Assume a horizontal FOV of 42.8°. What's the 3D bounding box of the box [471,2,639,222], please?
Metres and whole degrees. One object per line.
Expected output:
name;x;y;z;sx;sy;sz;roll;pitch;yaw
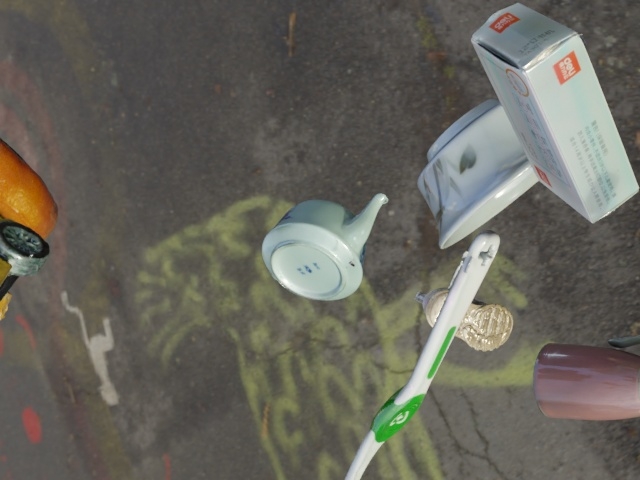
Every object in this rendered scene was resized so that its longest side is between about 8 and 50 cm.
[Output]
box;0.292;-0.154;1.010;0.079;0.269;0.135;-37;36;2

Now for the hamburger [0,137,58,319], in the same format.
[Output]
hamburger;-0.517;-0.027;1.030;0.330;0.330;0.250;3;58;46

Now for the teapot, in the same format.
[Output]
teapot;0.000;0.000;1.251;0.232;0.159;0.159;-21;84;38

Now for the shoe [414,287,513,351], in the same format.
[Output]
shoe;0.251;0.135;1.458;0.089;0.180;0.092;-70;21;2

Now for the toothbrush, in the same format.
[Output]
toothbrush;0.078;0.163;0.816;0.040;0.042;0.418;44;124;39

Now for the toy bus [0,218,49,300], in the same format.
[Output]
toy bus;-0.285;0.077;0.529;0.121;0.123;0.335;-51;18;17

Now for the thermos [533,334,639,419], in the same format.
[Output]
thermos;0.554;0.256;1.530;0.265;0.146;0.176;-6;51;41

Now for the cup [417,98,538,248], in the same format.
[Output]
cup;0.314;-0.151;1.544;0.163;0.347;0.347;52;131;11
